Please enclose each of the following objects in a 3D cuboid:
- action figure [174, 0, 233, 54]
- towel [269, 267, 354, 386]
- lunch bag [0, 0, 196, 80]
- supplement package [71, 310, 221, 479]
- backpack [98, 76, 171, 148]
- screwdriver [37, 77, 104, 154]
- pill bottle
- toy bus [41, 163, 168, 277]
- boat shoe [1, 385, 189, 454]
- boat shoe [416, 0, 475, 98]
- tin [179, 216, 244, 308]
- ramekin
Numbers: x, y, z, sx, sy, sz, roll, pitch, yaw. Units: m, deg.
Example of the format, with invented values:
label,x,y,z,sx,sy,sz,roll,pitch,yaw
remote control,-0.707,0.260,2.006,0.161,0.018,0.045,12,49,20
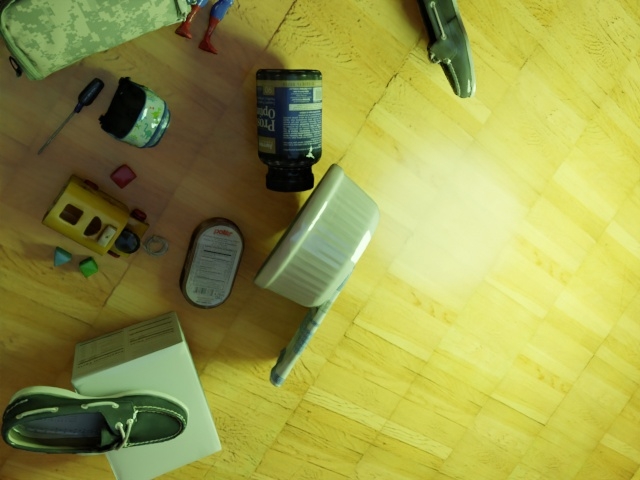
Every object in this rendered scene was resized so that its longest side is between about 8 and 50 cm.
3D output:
label,x,y,z,sx,sy,sz,roll,pitch,yaw
action figure,-0.128,-0.452,0.938,0.091,0.139,0.280,18,98,-50
towel,-0.014,0.154,1.151,0.034,0.209,0.285,32,95,1
lunch bag,-0.369,-0.406,0.832,0.305,0.212,0.256,-28,131,-10
supplement package,-0.335,0.309,1.103,0.204,0.145,0.261,-18,113,-14
backpack,-0.308,-0.210,0.961,0.084,0.114,0.105,25,96,-46
screwdriver,-0.430,-0.210,0.971,0.170,0.024,0.025,-50,145,8
pill bottle,-0.057,-0.206,1.052,0.123,0.123,0.219,-6,108,-19
toy bus,-0.384,-0.024,0.998,0.202,0.104,0.191,-14,112,-16
boat shoe,-0.375,0.319,0.960,0.303,0.091,0.114,6,106,-20
boat shoe,0.222,-0.435,1.101,0.095,0.112,0.335,-17,108,4
tin,-0.215,0.048,1.125,0.106,0.040,0.189,11,103,-28
ramekin,0.000,0.000,1.045,0.127,0.273,0.273,34,93,-6
